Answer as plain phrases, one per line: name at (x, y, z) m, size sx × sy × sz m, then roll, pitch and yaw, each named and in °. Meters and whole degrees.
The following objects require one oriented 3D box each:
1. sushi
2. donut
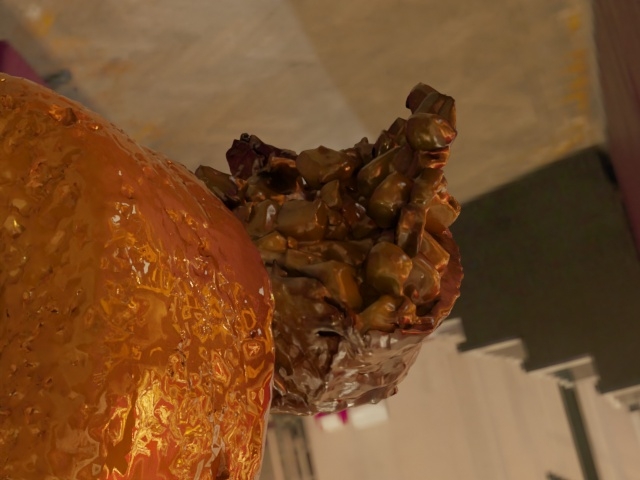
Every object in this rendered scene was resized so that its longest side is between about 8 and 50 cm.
sushi at (0.002, 0.001, 0.748) m, size 0.166 × 0.179 × 0.296 m, roll -2°, pitch -165°, yaw 6°
donut at (-0.151, 0.059, 0.442) m, size 0.277 × 0.278 × 0.108 m, roll -15°, pitch 156°, yaw 7°
